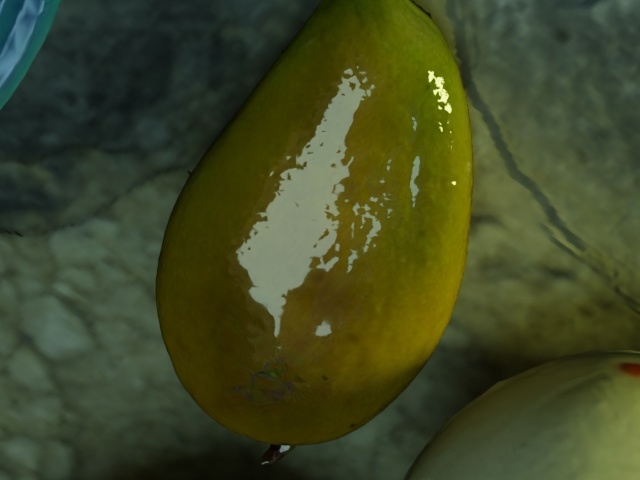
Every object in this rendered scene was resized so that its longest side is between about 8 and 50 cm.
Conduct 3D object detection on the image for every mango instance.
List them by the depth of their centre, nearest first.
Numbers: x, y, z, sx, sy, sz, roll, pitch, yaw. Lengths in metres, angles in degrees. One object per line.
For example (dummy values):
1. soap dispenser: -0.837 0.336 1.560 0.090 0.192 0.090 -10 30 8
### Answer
1. mango: 0.000 0.000 0.650 0.101 0.066 0.187 19 120 -3

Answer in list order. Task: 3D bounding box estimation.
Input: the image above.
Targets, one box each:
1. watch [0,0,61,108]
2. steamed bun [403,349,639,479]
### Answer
1. watch: -0.187 -0.091 0.534 0.275 0.241 0.305 -12 124 4
2. steamed bun: 0.119 0.146 0.662 0.177 0.130 0.228 -31 118 -2
